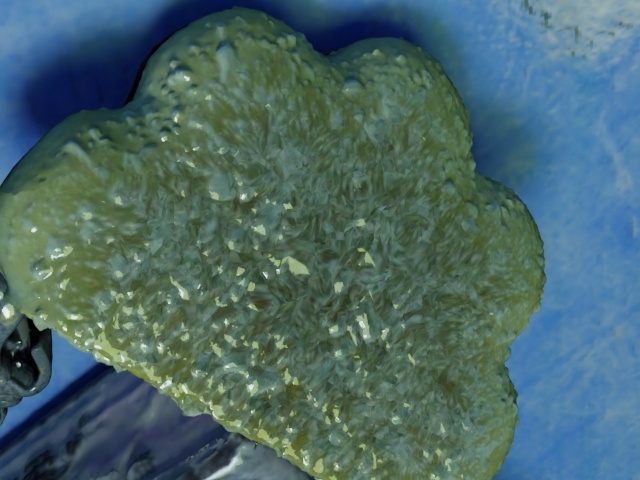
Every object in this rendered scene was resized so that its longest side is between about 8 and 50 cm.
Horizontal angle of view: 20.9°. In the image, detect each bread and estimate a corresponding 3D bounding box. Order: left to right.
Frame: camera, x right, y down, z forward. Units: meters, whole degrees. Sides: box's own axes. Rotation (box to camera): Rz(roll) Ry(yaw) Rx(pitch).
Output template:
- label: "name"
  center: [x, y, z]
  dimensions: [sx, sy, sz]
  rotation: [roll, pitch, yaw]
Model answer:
- label: "bread"
  center: [0.000, 0.000, 0.795]
  dimensions: [0.286, 0.056, 0.207]
  rotation: [29, 82, -27]

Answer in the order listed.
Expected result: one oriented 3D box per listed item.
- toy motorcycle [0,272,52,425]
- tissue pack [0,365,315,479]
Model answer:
- label: "toy motorcycle"
  center: [-0.182, 0.035, 0.817]
  dimensions: [0.124, 0.061, 0.193]
  rotation: [-25, 140, 10]
- label: "tissue pack"
  center: [-0.045, 0.236, 1.001]
  dimensions: [0.288, 0.124, 0.394]
  rotation: [-39, 132, 10]
